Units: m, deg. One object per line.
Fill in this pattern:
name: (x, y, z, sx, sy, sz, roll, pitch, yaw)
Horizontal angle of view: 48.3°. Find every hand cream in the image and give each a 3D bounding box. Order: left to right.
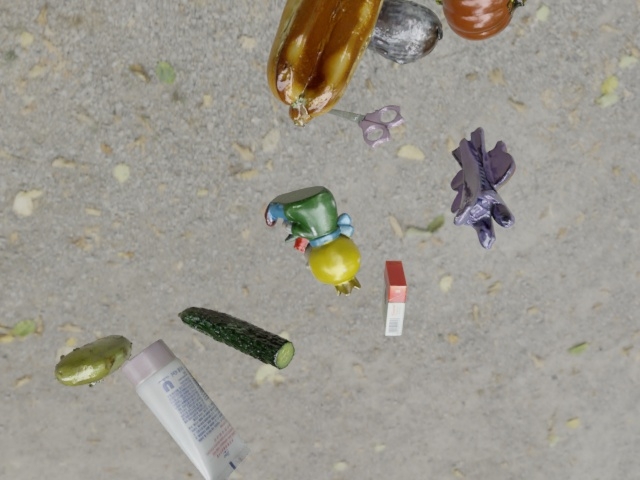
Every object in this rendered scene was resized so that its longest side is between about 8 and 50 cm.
hand cream: (-0.215, 0.279, 1.165, 0.083, 0.133, 0.248, -40, 85, 23)

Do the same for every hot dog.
hot dog: (0.012, -0.324, 1.045, 0.135, 0.337, 0.100, 23, 170, -18)

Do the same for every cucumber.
cucumber: (-0.189, 0.197, 1.536, 0.294, 0.067, 0.067, 18, 141, 29)

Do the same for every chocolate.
chocolate: (0.084, -0.371, 1.198, 0.248, 0.110, 0.110, 24, 129, 5)

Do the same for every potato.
potato: (-0.453, 0.244, 1.455, 0.105, 0.188, 0.085, -6, 100, 20)

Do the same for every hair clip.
hair clip: (0.253, -0.082, 1.154, 0.090, 0.278, 0.137, 33, 124, -9)

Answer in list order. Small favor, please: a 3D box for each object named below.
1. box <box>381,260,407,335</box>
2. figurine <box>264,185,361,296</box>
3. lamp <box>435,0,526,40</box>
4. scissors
box: (0.173, 0.137, 1.688, 0.048, 0.100, 0.152, -3, 125, -3)
figurine: (-0.010, 0.008, 1.510, 0.185, 0.127, 0.234, -9, 118, 36)
lamp: (0.353, -0.552, 1.565, 0.197, 0.223, 0.223, 9, 138, 24)
scissors: (0.086, -0.267, 1.578, 0.110, 0.212, 0.021, -56, 138, -13)
